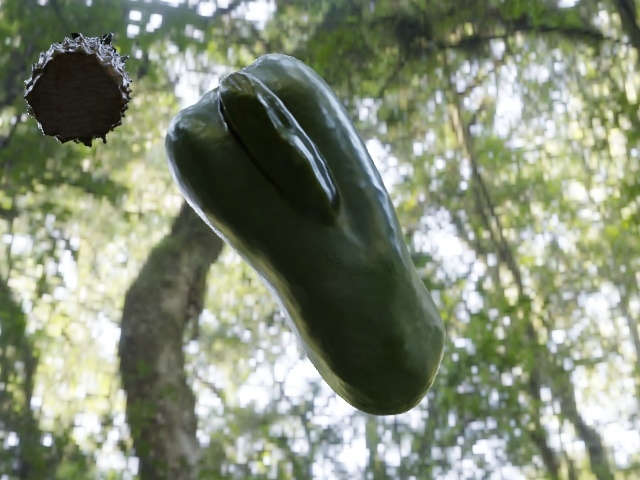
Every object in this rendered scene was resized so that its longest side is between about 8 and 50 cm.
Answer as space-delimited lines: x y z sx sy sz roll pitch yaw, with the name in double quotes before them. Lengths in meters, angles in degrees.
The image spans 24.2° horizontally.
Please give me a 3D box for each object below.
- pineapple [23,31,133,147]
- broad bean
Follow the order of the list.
"pineapple" -0.130 -0.087 0.803 0.058 0.124 0.058 -2 -75 -9
"broad bean" 0.000 0.000 0.839 0.100 0.169 0.228 -34 -52 -3
